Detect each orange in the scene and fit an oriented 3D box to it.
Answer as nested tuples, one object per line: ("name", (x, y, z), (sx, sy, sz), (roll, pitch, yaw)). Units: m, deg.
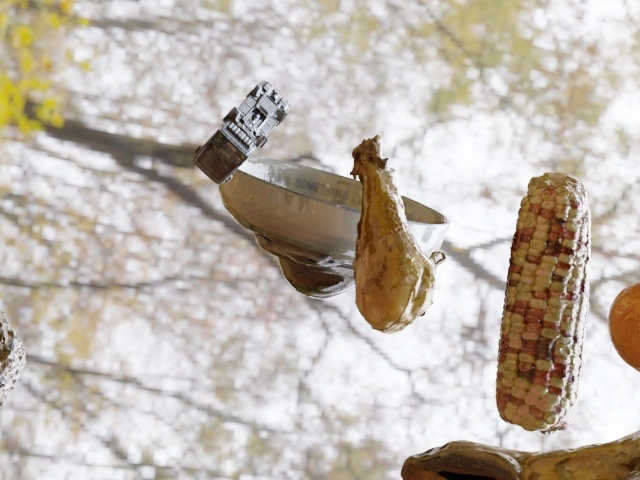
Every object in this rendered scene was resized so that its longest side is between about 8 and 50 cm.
("orange", (0.408, 0.103, 1.982), (0.135, 0.135, 0.118), (39, -71, 57))

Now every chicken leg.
("chicken leg", (0.072, -0.007, 1.709), (0.085, 0.101, 0.208), (-27, -116, 43))

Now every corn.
("corn", (0.217, 0.059, 1.593), (0.086, 0.086, 0.253), (3, -94, 61))

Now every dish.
("dish", (0.000, 0.000, 1.912), (0.273, 0.273, 0.134), (30, -74, 59))

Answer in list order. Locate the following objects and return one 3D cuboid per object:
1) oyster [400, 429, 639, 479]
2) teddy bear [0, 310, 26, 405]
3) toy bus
("oyster", (0.204, 0.148, 0.801), (0.133, 0.336, 0.198), (-63, 138, -68))
("teddy bear", (-0.318, 0.075, 1.315), (0.251, 0.129, 0.182), (47, 55, -73))
("toy bus", (-0.077, -0.110, 1.672), (0.065, 0.047, 0.166), (-43, -174, 27))
